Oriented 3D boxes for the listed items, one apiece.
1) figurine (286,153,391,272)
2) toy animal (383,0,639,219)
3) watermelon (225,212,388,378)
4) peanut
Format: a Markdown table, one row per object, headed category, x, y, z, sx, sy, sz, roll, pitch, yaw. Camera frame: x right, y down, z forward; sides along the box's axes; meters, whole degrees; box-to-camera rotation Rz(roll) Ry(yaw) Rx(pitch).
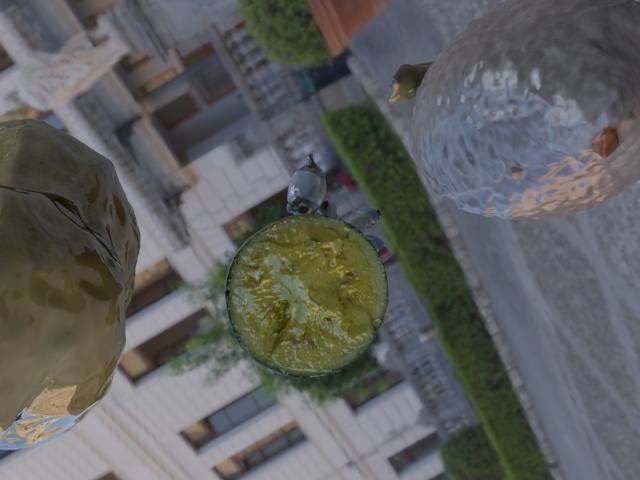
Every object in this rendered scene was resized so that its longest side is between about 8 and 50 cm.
| category | x | y | z | sx | sy | sz | roll | pitch | yaw |
| --- | --- | --- | --- | --- | --- | --- | --- | --- | --- |
| figurine | 0.011 | 0.008 | 1.150 | 0.260 | 0.103 | 0.205 | -32 | -53 | -55 |
| toy animal | 0.185 | -0.111 | 0.854 | 0.188 | 0.226 | 0.358 | 54 | -166 | -9 |
| watermelon | -0.011 | 0.032 | 0.654 | 0.105 | 0.105 | 0.062 | 59 | 177 | -12 |
| peanut | -0.187 | 0.027 | 0.616 | 0.158 | 0.174 | 0.340 | 37 | -167 | -23 |
